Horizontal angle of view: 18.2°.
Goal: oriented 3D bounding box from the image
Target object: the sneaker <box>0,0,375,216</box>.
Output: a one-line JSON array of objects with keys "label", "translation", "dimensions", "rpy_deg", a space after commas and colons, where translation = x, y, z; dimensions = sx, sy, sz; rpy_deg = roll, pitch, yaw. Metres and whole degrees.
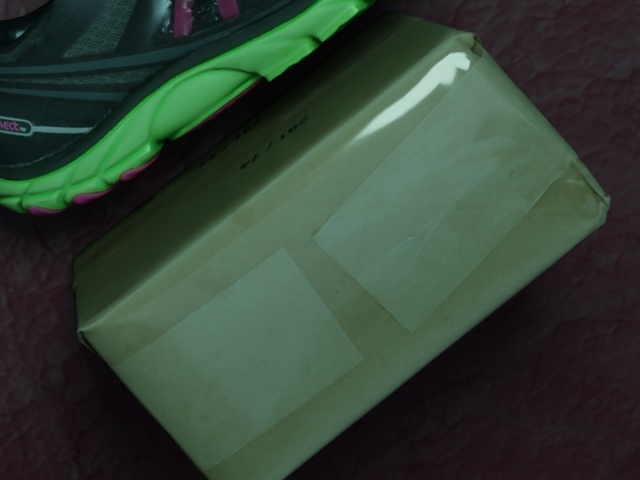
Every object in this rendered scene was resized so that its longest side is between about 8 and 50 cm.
[{"label": "sneaker", "translation": [-0.080, -0.209, 1.391], "dimensions": [0.483, 0.185, 0.202], "rpy_deg": [-36, 103, 9]}]

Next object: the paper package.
[{"label": "paper package", "translation": [0.000, 0.000, 1.405], "dimensions": [0.325, 0.309, 0.168], "rpy_deg": [-39, 102, 0]}]
